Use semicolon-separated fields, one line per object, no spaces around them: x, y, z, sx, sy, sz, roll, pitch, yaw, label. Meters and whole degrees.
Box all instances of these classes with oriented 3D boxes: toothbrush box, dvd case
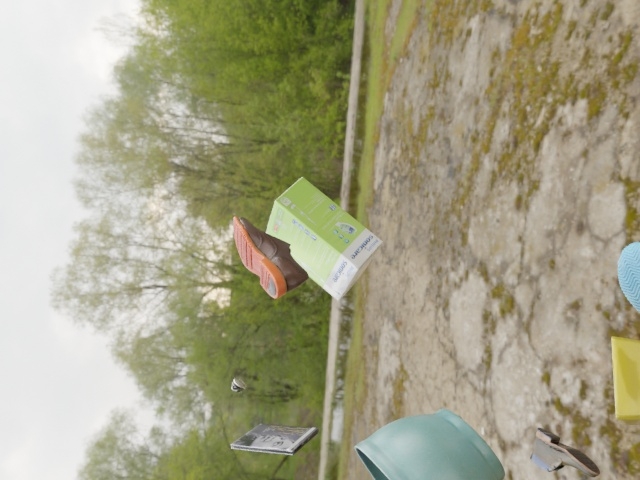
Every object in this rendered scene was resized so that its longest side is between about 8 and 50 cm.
0.000;0.000;1.403;0.122;0.283;0.206;-44;-12;-31;toothbrush box
-0.138;0.605;1.574;0.164;0.221;0.018;-9;-87;-62;dvd case

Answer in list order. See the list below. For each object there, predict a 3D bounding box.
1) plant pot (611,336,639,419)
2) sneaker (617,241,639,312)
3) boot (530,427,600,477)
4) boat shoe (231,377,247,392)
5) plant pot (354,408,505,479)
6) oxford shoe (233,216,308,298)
0.892;0.382;1.364;0.212;0.187;0.213;33;-121;-51;plant pot
0.652;0.106;0.973;0.087;0.092;0.229;-41;70;50;sneaker
0.745;0.683;1.581;0.219;0.082;0.106;32;104;62;boot
-0.266;0.467;1.647;0.038;0.046;0.125;-44;-7;-10;boat shoe
0.236;0.466;1.025;0.293;0.196;0.293;47;163;20;plant pot
-0.127;0.029;1.228;0.271;0.098;0.097;50;147;36;oxford shoe
